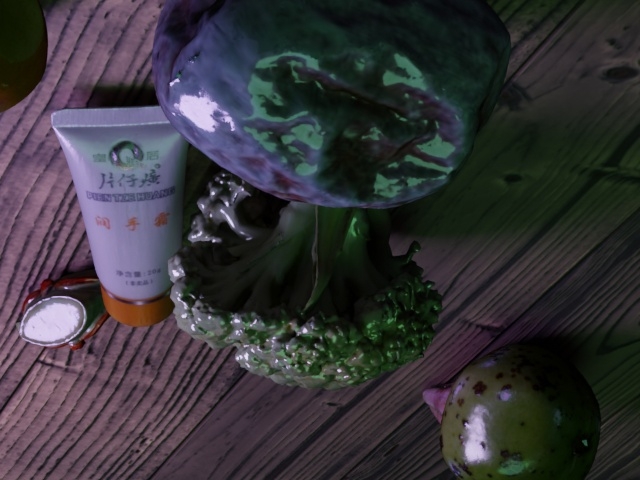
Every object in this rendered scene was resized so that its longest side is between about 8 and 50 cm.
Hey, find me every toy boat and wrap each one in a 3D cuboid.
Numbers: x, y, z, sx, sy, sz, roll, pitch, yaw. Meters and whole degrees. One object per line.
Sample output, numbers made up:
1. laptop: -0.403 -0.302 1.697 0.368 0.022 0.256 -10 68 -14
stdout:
1. toy boat: -0.287 0.079 2.053 0.185 0.071 0.089 -23 100 29

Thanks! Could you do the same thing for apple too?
1. apple: -0.326 -0.171 1.592 0.146 0.147 0.163 -22 144 28

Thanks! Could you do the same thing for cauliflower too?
1. cauliflower: -0.015 0.013 1.865 0.260 0.281 0.327 1 -179 37

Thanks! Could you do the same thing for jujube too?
1. jujube: 0.018 -0.153 1.585 0.308 0.215 0.246 24 116 -29

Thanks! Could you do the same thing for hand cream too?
1. hand cream: -0.190 -0.037 1.878 0.140 0.089 0.314 -4 139 -1

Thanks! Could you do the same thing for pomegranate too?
1. pomegranate: 0.221 0.225 2.225 0.248 0.214 0.214 13 165 46
